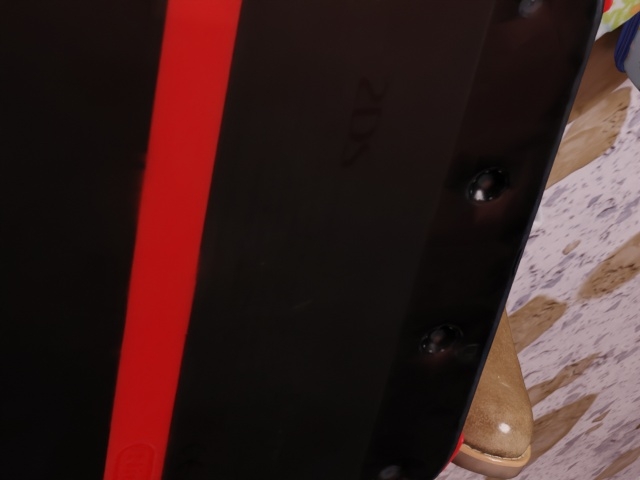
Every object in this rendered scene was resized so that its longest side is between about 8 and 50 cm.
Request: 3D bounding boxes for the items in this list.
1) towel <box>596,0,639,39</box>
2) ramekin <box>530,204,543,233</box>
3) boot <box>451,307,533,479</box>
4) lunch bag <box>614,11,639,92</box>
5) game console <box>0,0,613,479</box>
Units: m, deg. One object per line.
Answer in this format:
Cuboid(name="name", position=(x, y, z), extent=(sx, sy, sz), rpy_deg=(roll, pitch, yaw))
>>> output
Cuboid(name="towel", position=(0.221, -0.279, 0.899), extent=(0.374, 0.090, 0.320), rpy_deg=(-39, 160, 11))
Cuboid(name="ramekin", position=(0.021, -0.071, 0.888), extent=(0.109, 0.207, 0.207), rpy_deg=(-29, 159, 14))
Cuboid(name="boot", position=(0.067, 0.002, 0.985), extent=(0.112, 0.305, 0.115), rpy_deg=(19, 125, -33))
Cuboid(name="lunch bag", position=(0.328, -0.187, 1.213), extent=(0.219, 0.090, 0.176), rpy_deg=(-27, 157, -18))
Cuboid(name="game console", position=(-0.066, 0.003, 0.724), extent=(0.342, 0.060, 0.386), rpy_deg=(-4, 132, -19))
